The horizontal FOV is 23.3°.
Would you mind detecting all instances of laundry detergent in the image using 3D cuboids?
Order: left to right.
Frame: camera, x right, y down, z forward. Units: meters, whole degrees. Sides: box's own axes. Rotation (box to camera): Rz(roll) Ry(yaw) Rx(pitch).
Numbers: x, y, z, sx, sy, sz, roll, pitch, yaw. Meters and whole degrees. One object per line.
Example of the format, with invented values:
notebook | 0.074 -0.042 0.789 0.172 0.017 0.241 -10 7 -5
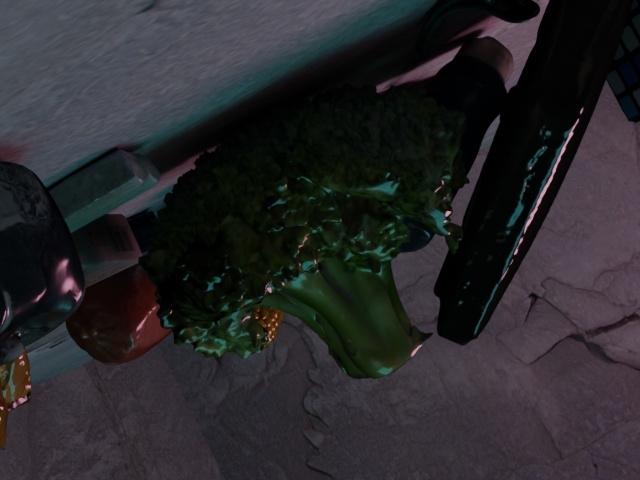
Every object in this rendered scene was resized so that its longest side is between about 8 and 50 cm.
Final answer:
laundry detergent | 0.142 -0.127 1.819 0.290 0.094 0.143 -60 -166 -18

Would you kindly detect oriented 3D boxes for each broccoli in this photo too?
broccoli | -0.022 -0.013 1.618 0.338 0.318 0.277 -3 -159 -7

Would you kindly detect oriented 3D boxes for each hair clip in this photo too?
hair clip | 0.139 -0.221 1.495 0.039 0.070 0.229 -30 -175 -18

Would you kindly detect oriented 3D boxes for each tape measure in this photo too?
tape measure | -0.319 0.052 1.201 0.275 0.147 0.256 -26 178 9

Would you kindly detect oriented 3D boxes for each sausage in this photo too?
sausage | -0.246 0.074 2.075 0.148 0.148 0.254 -29 -173 34

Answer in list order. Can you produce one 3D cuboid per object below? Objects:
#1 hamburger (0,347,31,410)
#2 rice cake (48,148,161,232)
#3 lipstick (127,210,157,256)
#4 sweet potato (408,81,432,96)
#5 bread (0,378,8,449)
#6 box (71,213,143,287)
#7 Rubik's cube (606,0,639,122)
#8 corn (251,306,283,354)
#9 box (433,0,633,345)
hamburger | -0.445 0.138 1.717 0.262 0.124 0.131 -13 124 -50
rice cake | -0.252 -0.023 1.471 0.226 0.040 0.085 -28 176 21
lipstick | -0.333 0.048 1.870 0.312 0.051 0.051 -24 174 -23
sweet potato | 0.118 -0.140 1.995 0.112 0.112 0.359 -30 -163 38
bread | -0.373 0.105 1.399 0.143 0.140 0.229 -18 -148 -36
box | -0.298 0.028 1.678 0.149 0.067 0.233 -28 176 10
Rubik's cube | 0.426 -0.269 1.802 0.182 0.187 0.184 -26 178 -21
corn | -0.092 0.043 2.169 0.106 0.106 0.305 -28 -150 16
box | 0.228 -0.101 1.672 0.350 0.091 0.359 -59 170 -52
